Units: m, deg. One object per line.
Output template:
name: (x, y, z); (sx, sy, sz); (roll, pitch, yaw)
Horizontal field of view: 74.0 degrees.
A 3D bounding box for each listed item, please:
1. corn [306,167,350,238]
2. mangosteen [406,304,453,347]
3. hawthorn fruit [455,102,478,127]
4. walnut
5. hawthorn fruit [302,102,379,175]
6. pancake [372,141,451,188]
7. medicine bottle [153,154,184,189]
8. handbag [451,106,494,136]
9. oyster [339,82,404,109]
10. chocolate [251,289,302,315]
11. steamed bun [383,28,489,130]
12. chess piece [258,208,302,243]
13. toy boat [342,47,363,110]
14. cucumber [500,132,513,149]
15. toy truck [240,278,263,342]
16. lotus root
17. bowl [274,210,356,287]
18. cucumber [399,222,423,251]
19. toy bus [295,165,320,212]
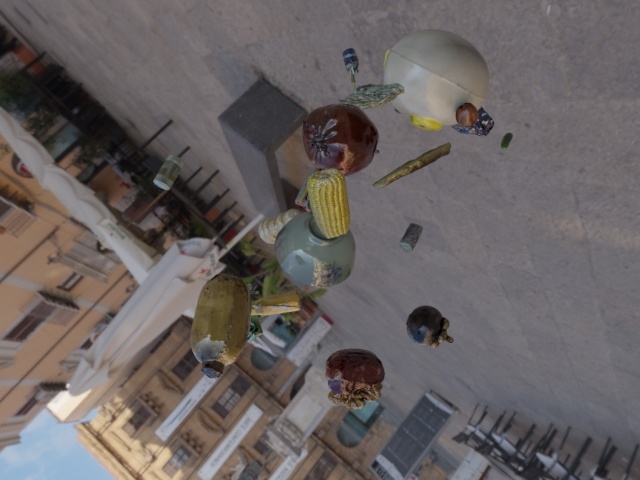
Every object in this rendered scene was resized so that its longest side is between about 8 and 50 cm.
corn: (0.022, -0.078, 0.934); (0.063, 0.085, 0.165); (52, 163, 48)
mangosteen: (0.527, 0.417, 2.030); (0.231, 0.194, 0.194); (21, 162, 15)
hawthorn fruit: (0.467, -0.401, 1.357); (0.077, 0.077, 0.077); (38, 166, 11)
walnut: (0.152, 0.582, 1.807); (0.221, 0.270, 0.243); (94, 166, -53)
hawthorn fruit: (0.091, -0.413, 1.716); (0.309, 0.325, 0.308); (29, 140, 27)
pancake: (0.463, -0.368, 2.186); (0.066, 0.427, 0.305); (60, 167, 1)
medicine bottle: (-0.394, -0.178, 1.104); (0.047, 0.083, 0.047); (20, 161, 7)
handbag: (0.609, -0.533, 1.806); (0.260, 0.113, 0.162); (30, -172, -29)
oyster: (0.145, -0.414, 1.225); (0.125, 0.177, 0.064); (36, 141, 48)
chocolate: (-0.183, 0.242, 1.568); (0.085, 0.220, 0.085); (168, 90, -86)
steamed bun: (0.397, -0.555, 1.466); (0.374, 0.333, 0.334); (12, -176, -33)
chess piece: (-0.182, -0.083, 2.121); (0.143, 0.142, 0.261); (45, 137, -20)
toy boat: (0.175, -0.746, 2.003); (0.220, 0.067, 0.290); (-68, -40, -76)
cucumber: (0.805, -0.436, 1.834); (0.039, 0.168, 0.039); (19, 133, 22)
toy truck: (-0.304, 0.289, 1.794); (0.259, 0.135, 0.128); (67, 149, 23)
lotus root: (-0.269, 0.228, 1.156); (0.146, 0.283, 0.160); (24, 147, -32)
bowl: (0.000, 0.000, 1.418); (0.289, 0.289, 0.146); (38, 140, 11)
cucumber: (0.351, -0.014, 1.626); (0.064, 0.111, 0.064); (30, 162, 11)
toy bus: (-0.013, -0.247, 1.956); (0.120, 0.264, 0.121); (13, 161, 39)
